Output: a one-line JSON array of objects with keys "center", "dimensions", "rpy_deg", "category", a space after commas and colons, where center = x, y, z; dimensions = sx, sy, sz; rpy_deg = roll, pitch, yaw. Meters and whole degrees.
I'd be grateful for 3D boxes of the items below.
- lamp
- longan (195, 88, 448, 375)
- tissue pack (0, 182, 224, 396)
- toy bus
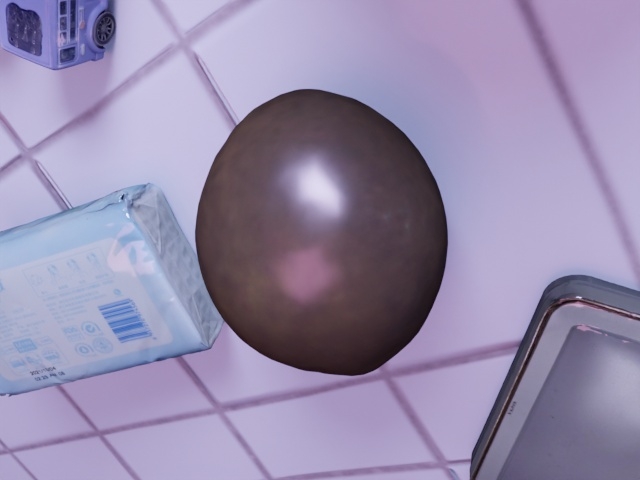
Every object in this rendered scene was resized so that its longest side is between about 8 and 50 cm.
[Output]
[{"center": [0.287, 0.174, 0.496], "dimensions": [0.267, 0.047, 0.268], "rpy_deg": [18, 125, 13], "category": "lamp"}, {"center": [0.000, 0.000, 0.430], "dimensions": [0.198, 0.198, 0.212], "rpy_deg": [12, 125, 17], "category": "longan"}, {"center": [-0.254, 0.056, 0.608], "dimensions": [0.264, 0.089, 0.177], "rpy_deg": [-15, 113, 17], "category": "tissue pack"}, {"center": [-0.204, -0.221, 0.447], "dimensions": [0.073, 0.076, 0.167], "rpy_deg": [24, 127, 9], "category": "toy bus"}]
